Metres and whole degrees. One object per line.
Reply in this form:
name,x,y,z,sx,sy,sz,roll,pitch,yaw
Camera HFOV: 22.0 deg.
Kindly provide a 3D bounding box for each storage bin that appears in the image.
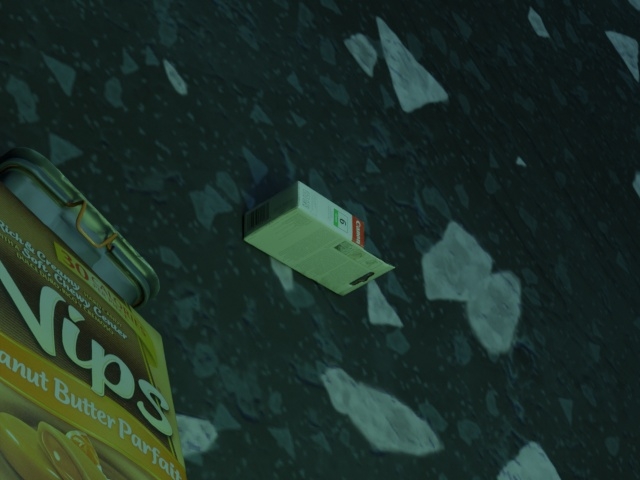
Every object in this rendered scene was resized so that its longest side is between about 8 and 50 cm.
storage bin,-0.181,0.023,1.048,0.135,0.098,0.091,47,45,-16

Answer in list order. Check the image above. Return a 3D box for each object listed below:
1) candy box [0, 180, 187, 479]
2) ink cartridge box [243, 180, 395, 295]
candy box,-0.151,0.096,0.815,0.183,0.087,0.316,47,11,-28
ink cartridge box,0.000,0.000,1.322,0.115,0.063,0.029,31,44,-36
